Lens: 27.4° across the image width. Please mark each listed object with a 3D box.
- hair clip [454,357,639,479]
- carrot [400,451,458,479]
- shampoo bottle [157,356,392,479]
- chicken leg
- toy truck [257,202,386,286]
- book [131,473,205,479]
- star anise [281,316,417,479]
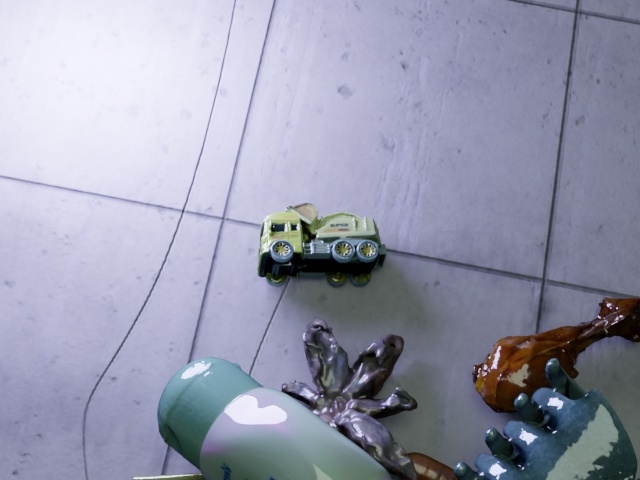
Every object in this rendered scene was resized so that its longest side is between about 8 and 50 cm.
[{"bbox_3d":[0.300,0.345,1.714,0.238,0.392,0.318,42,87,17],"label":"hair clip"},{"bbox_3d":[0.208,0.351,1.853,0.216,0.048,0.048,21,67,1],"label":"carrot"},{"bbox_3d":[-0.074,0.286,1.752,0.349,0.222,0.151,34,57,29],"label":"shampoo bottle"},{"bbox_3d":[0.357,0.154,1.927,0.304,0.093,0.113,-27,59,-19],"label":"chicken leg"},{"bbox_3d":[0.000,0.000,1.970,0.191,0.085,0.116,0,57,-7],"label":"toy truck"},{"bbox_3d":[-0.083,0.430,1.802,0.352,0.035,0.239,-2,64,-3],"label":"book"},{"bbox_3d":[0.037,0.221,1.861,0.198,0.111,0.258,-3,59,8],"label":"star anise"}]
